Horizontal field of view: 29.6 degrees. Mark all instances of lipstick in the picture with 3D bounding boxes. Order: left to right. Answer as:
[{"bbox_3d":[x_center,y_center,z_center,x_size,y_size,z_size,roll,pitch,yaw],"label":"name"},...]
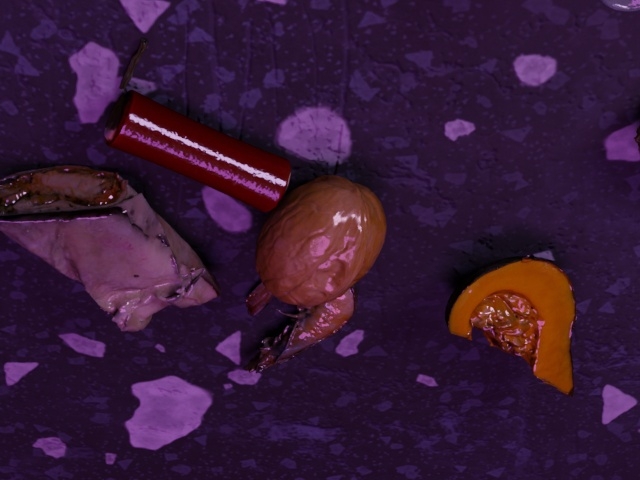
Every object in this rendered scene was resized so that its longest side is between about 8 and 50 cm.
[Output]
[{"bbox_3d":[-0.154,-0.112,1.544,0.241,0.080,0.080,23,130,-23],"label":"lipstick"}]

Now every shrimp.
[{"bbox_3d":[-0.053,0.116,1.808,0.143,0.052,0.251,35,118,-19],"label":"shrimp"}]

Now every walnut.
[{"bbox_3d":[0.000,0.000,1.615,0.159,0.159,0.206,20,132,-21],"label":"walnut"}]

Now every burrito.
[{"bbox_3d":[-0.288,0.000,1.639,0.175,0.107,0.348,-37,130,11],"label":"burrito"}]

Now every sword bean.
[{"bbox_3d":[-0.230,-0.214,1.484,0.012,0.012,0.083,19,132,-20],"label":"sword bean"}]

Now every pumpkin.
[{"bbox_3d":[0.307,0.092,1.770,0.278,0.111,0.163,30,112,-27],"label":"pumpkin"}]

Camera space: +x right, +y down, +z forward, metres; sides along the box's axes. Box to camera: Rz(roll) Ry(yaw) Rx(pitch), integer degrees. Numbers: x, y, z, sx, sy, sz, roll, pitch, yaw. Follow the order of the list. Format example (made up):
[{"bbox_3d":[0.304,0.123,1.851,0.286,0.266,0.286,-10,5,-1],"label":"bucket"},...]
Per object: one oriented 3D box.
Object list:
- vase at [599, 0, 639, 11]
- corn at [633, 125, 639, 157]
[{"bbox_3d":[0.301,-0.327,1.246,0.086,0.214,0.086,-2,133,-2],"label":"vase"},{"bbox_3d":[0.531,-0.090,1.575,0.318,0.115,0.115,25,129,-26],"label":"corn"}]
